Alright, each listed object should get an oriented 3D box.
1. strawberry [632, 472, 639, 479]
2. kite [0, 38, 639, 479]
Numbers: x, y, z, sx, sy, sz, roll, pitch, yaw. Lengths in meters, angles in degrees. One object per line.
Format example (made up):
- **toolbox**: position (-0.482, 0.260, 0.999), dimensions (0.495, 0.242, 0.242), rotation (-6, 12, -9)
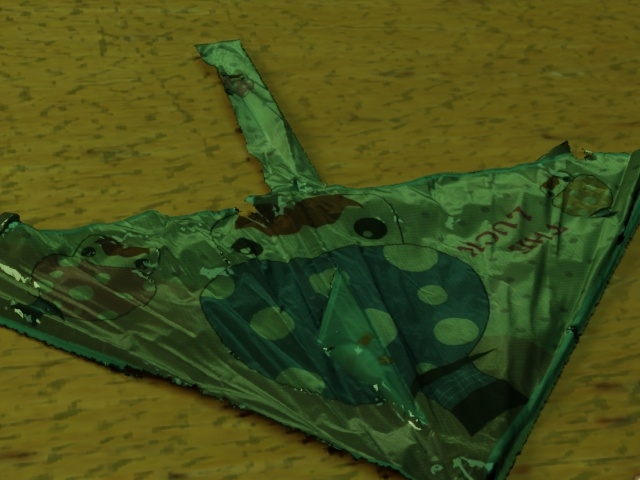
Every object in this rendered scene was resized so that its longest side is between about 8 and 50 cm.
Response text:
- **strawberry**: position (0.204, 0.131, 0.487), dimensions (0.351, 0.267, 0.312), rotation (-40, 41, -19)
- **kite**: position (0.000, -0.001, 0.823), dimensions (0.406, 0.014, 0.368), rotation (-9, 40, -18)
